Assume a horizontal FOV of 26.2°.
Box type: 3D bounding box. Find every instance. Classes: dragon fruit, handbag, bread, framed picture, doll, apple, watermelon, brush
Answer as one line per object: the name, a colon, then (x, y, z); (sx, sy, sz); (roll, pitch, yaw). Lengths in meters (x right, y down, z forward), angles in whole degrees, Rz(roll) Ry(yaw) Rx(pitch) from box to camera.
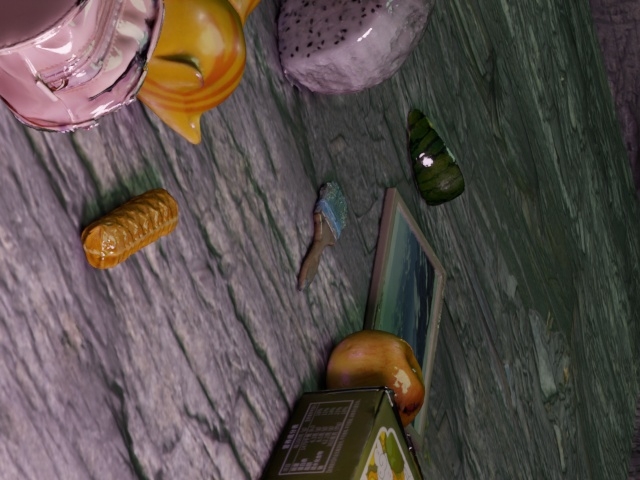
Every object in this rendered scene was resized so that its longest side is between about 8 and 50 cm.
dragon fruit: (0.070, -0.336, 1.891); (0.221, 0.204, 0.283); (40, 49, -58)
handbag: (-0.237, -0.209, 1.204); (0.116, 0.179, 0.205); (58, 35, -57)
bread: (-0.193, -0.013, 1.407); (0.157, 0.044, 0.052); (-39, 125, -62)
framed picture: (0.131, 0.122, 2.133); (0.247, 0.022, 0.335); (56, 36, -46)
doll: (-0.138, -0.256, 1.460); (0.167, 0.162, 0.270); (82, 24, -62)
apple: (0.079, 0.194, 1.865); (0.146, 0.146, 0.146); (-7, 90, -66)
watermelon: (0.181, -0.117, 2.297); (0.092, 0.075, 0.181); (43, -18, 50)
brush: (0.000, 0.000, 1.869); (0.070, 0.021, 0.196); (63, 31, -35)

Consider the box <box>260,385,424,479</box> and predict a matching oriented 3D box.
box: (0.029, 0.447, 1.672); (0.420, 0.138, 0.373); (-61, 139, -52)
